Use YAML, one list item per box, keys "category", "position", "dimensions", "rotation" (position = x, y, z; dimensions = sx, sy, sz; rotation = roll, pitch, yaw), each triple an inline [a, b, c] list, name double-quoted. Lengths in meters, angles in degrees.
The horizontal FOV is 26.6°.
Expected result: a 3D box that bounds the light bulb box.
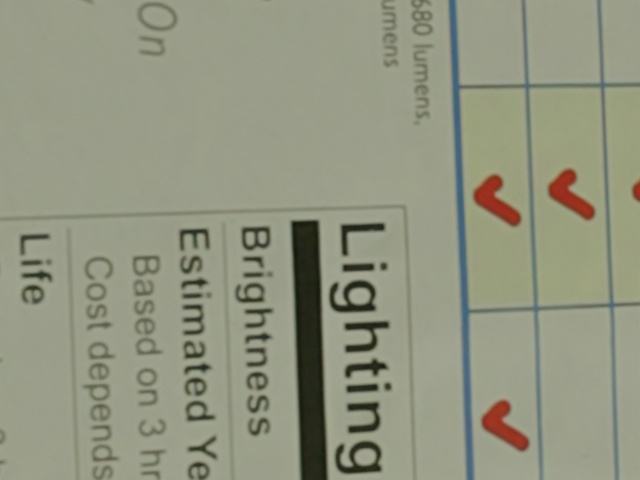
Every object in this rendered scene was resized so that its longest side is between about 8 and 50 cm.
- category: "light bulb box"
  position: [0.000, 0.000, 0.421]
  dimensions: [0.361, 0.225, 0.357]
  rotation: [-2, -91, -12]
